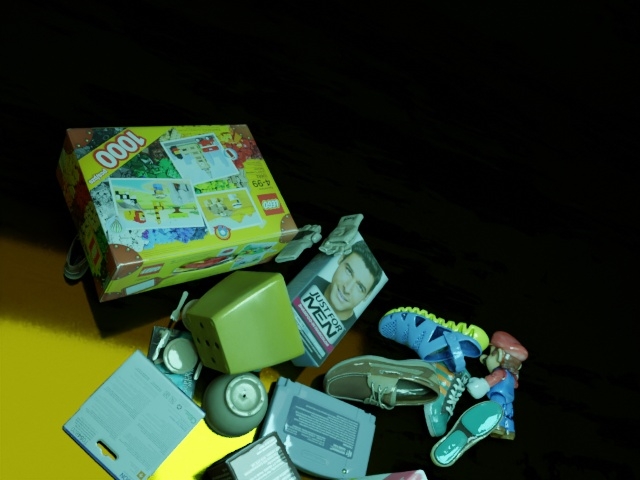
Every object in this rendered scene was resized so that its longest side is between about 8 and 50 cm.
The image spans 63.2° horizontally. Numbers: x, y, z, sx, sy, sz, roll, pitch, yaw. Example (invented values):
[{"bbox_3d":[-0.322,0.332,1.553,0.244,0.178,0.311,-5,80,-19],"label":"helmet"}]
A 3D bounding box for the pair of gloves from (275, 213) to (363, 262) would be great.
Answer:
[{"bbox_3d":[0.000,0.000,1.519,0.204,0.240,0.042,-63,136,-58],"label":"pair of gloves"}]

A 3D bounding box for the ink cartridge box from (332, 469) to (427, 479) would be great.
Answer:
[{"bbox_3d":[0.010,0.544,0.884,0.279,0.384,0.160,-22,77,-34],"label":"ink cartridge box"}]

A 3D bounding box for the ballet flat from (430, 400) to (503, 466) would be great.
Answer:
[{"bbox_3d":[0.409,0.544,1.465,0.248,0.086,0.086,-33,80,-11],"label":"ballet flat"}]

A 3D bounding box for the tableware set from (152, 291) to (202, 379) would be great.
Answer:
[{"bbox_3d":[-0.331,0.239,1.300,0.128,0.039,0.194,33,58,-21],"label":"tableware set"}]

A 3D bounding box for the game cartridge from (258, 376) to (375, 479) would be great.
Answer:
[{"bbox_3d":[-0.006,0.497,1.341,0.294,0.060,0.196,26,51,-11],"label":"game cartridge"}]

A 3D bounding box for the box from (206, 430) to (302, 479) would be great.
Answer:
[{"bbox_3d":[-0.088,0.632,1.139,0.143,0.191,0.382,-21,74,-33],"label":"box"}]

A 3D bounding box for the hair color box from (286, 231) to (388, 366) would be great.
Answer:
[{"bbox_3d":[0.019,0.158,1.472,0.374,0.113,0.185,-46,110,-37],"label":"hair color box"}]

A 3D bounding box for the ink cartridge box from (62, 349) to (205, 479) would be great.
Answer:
[{"bbox_3d":[-0.416,0.404,1.176,0.223,0.045,0.224,43,75,1],"label":"ink cartridge box"}]

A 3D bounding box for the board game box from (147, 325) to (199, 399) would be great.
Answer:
[{"bbox_3d":[-0.366,0.312,1.281,0.126,0.026,0.186,14,58,-20],"label":"board game box"}]

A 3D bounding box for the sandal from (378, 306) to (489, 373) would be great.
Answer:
[{"bbox_3d":[0.313,0.288,1.501,0.317,0.126,0.138,10,46,25],"label":"sandal"}]

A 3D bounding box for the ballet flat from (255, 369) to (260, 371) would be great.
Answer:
[{"bbox_3d":[-0.209,0.318,1.354,0.114,0.041,0.041,11,59,-21],"label":"ballet flat"}]

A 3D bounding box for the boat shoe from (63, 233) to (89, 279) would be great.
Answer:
[{"bbox_3d":[-0.589,0.008,1.314,0.066,0.066,0.183,18,57,-17],"label":"boat shoe"}]

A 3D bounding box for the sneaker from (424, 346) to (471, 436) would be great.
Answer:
[{"bbox_3d":[0.372,0.417,1.511,0.108,0.121,0.302,57,36,-46],"label":"sneaker"}]

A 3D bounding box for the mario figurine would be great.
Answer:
[{"bbox_3d":[0.535,0.436,1.608,0.170,0.198,0.321,10,66,13],"label":"mario figurine"}]

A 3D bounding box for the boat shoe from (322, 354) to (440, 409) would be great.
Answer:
[{"bbox_3d":[0.169,0.387,1.397,0.324,0.123,0.116,-2,23,-6],"label":"boat shoe"}]

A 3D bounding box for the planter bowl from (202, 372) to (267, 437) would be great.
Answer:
[{"bbox_3d":[-0.198,0.389,1.271,0.162,0.109,0.162,11,59,-20],"label":"planter bowl"}]

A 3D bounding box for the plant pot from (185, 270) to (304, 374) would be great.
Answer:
[{"bbox_3d":[-0.196,0.208,1.258,0.187,0.212,0.212,-25,105,-39],"label":"plant pot"}]

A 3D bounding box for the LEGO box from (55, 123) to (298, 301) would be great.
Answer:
[{"bbox_3d":[-0.367,-0.096,1.360,0.500,0.193,0.373,-13,70,-41],"label":"LEGO box"}]
